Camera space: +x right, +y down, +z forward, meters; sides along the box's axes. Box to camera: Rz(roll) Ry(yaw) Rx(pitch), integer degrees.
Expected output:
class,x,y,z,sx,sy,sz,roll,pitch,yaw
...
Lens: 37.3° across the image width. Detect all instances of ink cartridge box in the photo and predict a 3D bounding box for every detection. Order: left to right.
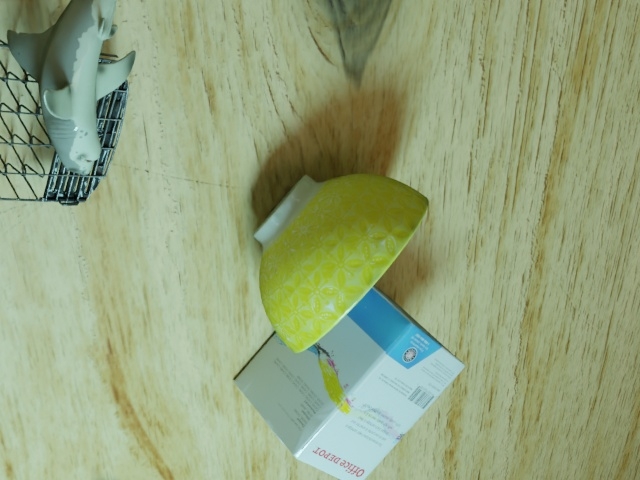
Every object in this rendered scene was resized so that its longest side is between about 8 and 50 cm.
class,x,y,z,sx,sy,sz,roll,pitch,yaw
ink cartridge box,0.046,0.215,1.524,0.270,0.197,0.198,-49,138,1

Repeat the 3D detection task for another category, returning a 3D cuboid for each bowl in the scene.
class,x,y,z,sx,sy,sz,roll,pitch,yaw
bowl,0.000,0.000,1.336,0.156,0.289,0.289,41,92,-5

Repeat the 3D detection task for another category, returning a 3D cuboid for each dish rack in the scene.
class,x,y,z,sx,sy,sz,roll,pitch,yaw
dish rack,-0.350,-0.136,1.041,0.272,0.074,0.208,0,121,-41

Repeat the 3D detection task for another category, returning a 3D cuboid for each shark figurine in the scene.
class,x,y,z,sx,sy,sz,roll,pitch,yaw
shark figurine,-0.254,-0.215,0.962,0.166,0.116,0.278,15,95,-76
